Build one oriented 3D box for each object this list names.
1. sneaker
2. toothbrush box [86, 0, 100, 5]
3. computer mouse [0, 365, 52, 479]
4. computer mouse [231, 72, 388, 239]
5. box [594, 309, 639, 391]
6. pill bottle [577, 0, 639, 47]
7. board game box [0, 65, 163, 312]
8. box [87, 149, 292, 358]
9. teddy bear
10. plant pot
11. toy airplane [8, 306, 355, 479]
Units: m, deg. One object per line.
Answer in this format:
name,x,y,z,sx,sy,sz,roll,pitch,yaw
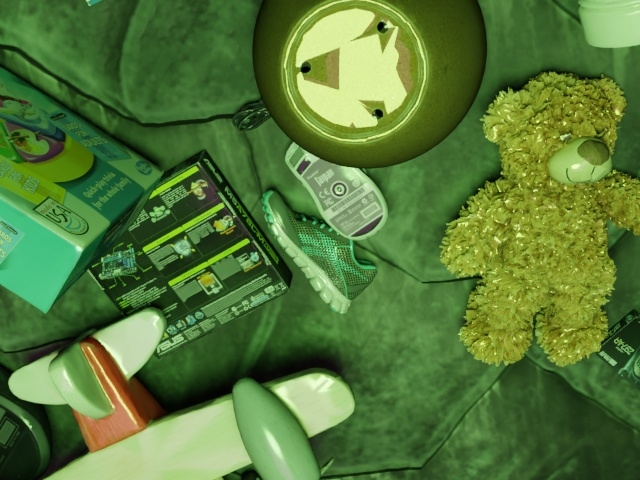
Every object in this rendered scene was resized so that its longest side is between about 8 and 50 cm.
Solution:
sneaker,0.000,0.000,1.172,0.076,0.065,0.166,-38,112,2
toothbrush box,-0.126,-0.381,0.953,0.295,0.126,0.216,-23,112,13
computer mouse,-0.425,0.181,1.281,0.272,0.072,0.188,40,114,-1
computer mouse,0.000,-0.084,1.135,0.106,0.042,0.193,-33,104,13
box,0.366,0.128,1.222,0.083,0.018,0.067,40,111,-14
pill bottle,0.269,-0.300,0.960,0.131,0.131,0.229,-14,114,11
board game box,-0.341,-0.096,1.011,0.336,0.254,0.079,33,110,-4
box,-0.158,0.021,1.194,0.190,0.045,0.184,-29,108,17
teddy bear,0.246,-0.003,1.117,0.245,0.113,0.338,18,116,-7
plant pot,0.037,-0.164,0.952,0.237,0.254,0.237,1,103,6
toy airplane,-0.189,0.274,1.165,0.384,0.272,0.386,16,116,-14
